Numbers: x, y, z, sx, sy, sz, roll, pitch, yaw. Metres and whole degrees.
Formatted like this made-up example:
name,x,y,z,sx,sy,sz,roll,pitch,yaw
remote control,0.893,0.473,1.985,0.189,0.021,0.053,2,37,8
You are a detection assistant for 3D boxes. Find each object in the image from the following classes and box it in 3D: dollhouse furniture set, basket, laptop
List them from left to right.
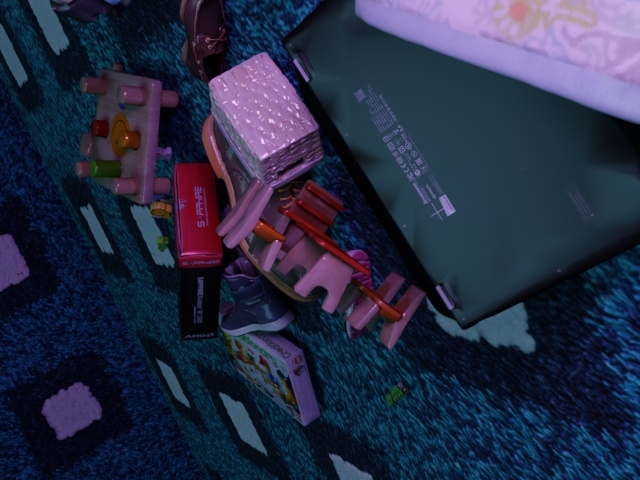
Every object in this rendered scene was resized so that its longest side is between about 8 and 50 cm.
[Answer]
name,x,y,z,sx,sy,sz,roll,pitch,yaw
basket,-0.082,-0.176,1.045,0.167,0.113,0.103,55,170,17
dollhouse furniture set,0.000,0.000,0.988,0.262,0.135,0.259,34,-179,-18
laptop,0.150,-0.118,0.841,0.408,0.236,0.382,-34,86,35

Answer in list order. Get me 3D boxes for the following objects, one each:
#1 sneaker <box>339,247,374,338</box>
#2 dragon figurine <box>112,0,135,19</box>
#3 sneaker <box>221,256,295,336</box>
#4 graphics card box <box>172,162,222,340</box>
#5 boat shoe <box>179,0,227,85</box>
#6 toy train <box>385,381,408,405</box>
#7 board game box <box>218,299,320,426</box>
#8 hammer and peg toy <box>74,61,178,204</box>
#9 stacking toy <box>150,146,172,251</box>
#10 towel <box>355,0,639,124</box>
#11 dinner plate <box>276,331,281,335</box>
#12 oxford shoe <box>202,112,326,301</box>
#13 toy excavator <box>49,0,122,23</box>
name,x,y,z,sx,sy,sz,roll,pitch,yaw
sneaker,0.047,0.082,1.174,0.074,0.063,0.170,27,134,47
dragon figurine,-0.310,-0.456,1.219,0.085,0.144,0.289,61,173,-7
sneaker,-0.170,0.120,1.527,0.226,0.086,0.163,-15,113,46
graphics card box,-0.269,0.035,1.538,0.371,0.094,0.233,106,157,-54
boat shoe,-0.179,-0.329,1.143,0.073,0.073,0.207,51,159,13
toy train,0.135,0.272,1.263,0.024,0.017,0.083,62,156,20
board game box,-0.127,0.278,1.644,0.305,0.053,0.193,25,137,48
hammer and peg toy,-0.448,-0.243,1.529,0.361,0.127,0.266,24,111,46
stacking toy,-0.375,-0.094,1.651,0.221,0.052,0.167,118,150,-61
towel,0.174,-0.276,0.506,0.374,0.090,0.321,34,129,39
dinner plate,-0.118,0.218,1.647,0.141,0.017,0.141,42,149,32
oxford shoe,-0.076,-0.067,1.169,0.132,0.130,0.364,-23,96,57
toy excavator,-0.259,-0.459,0.942,0.445,0.222,0.433,-24,69,23
